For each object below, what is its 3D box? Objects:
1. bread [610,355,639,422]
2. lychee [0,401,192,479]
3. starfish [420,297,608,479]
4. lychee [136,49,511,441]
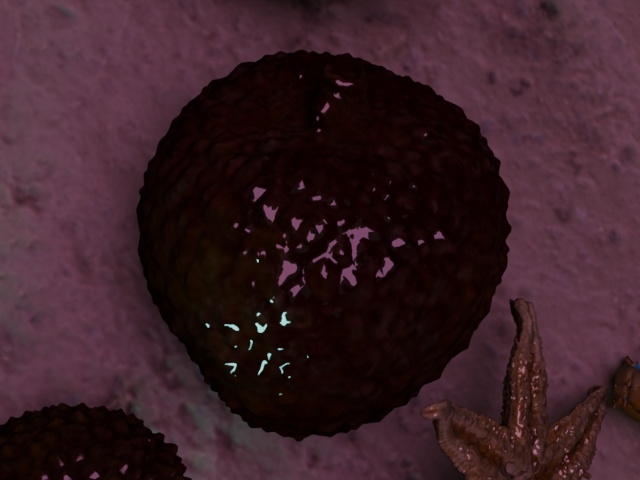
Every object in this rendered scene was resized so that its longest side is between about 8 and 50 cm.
[{"bbox_3d":[0.276,0.125,1.242,0.106,0.072,0.053,14,88,-13],"label":"bread"},{"bbox_3d":[-0.165,0.195,1.057,0.188,0.188,0.188,2,81,-15],"label":"lychee"},{"bbox_3d":[0.155,0.164,1.164,0.295,0.048,0.231,58,46,-33],"label":"starfish"},{"bbox_3d":[0.000,0.000,1.103,0.261,0.260,0.260,2,81,-15],"label":"lychee"}]
